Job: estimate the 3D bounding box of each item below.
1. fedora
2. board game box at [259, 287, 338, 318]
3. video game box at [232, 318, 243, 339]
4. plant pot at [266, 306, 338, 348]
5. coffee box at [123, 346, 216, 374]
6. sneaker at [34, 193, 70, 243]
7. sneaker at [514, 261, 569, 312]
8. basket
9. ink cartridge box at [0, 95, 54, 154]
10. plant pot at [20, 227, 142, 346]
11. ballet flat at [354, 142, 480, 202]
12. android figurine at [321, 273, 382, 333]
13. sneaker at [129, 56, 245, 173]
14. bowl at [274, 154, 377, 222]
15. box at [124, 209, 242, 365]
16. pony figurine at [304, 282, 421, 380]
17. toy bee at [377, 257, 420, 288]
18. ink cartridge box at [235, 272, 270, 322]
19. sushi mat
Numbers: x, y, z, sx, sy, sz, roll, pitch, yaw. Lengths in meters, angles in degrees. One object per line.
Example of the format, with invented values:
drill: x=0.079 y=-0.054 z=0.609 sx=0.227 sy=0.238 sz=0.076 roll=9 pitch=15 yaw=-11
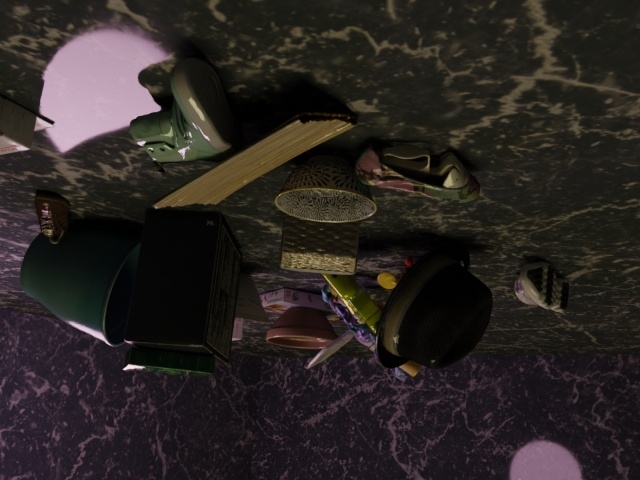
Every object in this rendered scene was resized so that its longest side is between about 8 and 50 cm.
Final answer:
fedora: x=0.276 y=0.172 z=1.504 sx=0.152 sy=0.334 sz=0.334 roll=30 pitch=-179 yaw=35
board game box: x=-0.044 y=0.224 z=2.283 sx=0.305 sy=0.053 sz=0.193 roll=15 pitch=160 yaw=-31
video game box: x=-0.305 y=0.228 z=2.127 sx=0.048 sy=0.187 sz=0.205 roll=14 pitch=162 yaw=-30
plant pot: x=-0.058 y=0.284 z=2.203 sx=0.237 sy=0.109 sz=0.237 roll=2 pitch=162 yaw=1
coffee box: x=-0.333 y=0.270 z=1.468 sx=0.184 sy=0.040 sz=0.113 roll=11 pitch=161 yaw=-21
sneaker: x=-0.583 y=-0.045 z=1.464 sx=0.066 sy=0.071 sz=0.188 roll=7 pitch=164 yaw=-7
sneaker: x=0.543 y=0.121 z=1.696 sx=0.118 sy=0.110 sz=0.292 roll=5 pitch=166 yaw=33
basket: x=0.000 y=0.000 z=1.397 sx=0.167 sy=0.113 sz=0.103 roll=5 pitch=160 yaw=-1
ink cartridge box: x=-0.507 y=-0.177 z=1.005 sx=0.104 sy=0.060 sz=0.180 roll=-4 pitch=162 yaw=27
plant pot: x=-0.563 y=0.089 z=1.622 sx=0.255 sy=0.271 sz=0.271 roll=17 pitch=166 yaw=9
ballet flat: x=0.166 y=-0.111 z=1.056 sx=0.221 sy=0.077 sz=0.079 roll=9 pitch=144 yaw=-15
android figurine: x=0.069 y=0.122 z=1.580 sx=0.056 sy=0.273 sz=0.248 roll=-38 pitch=162 yaw=-2
sneaker: x=-0.199 y=-0.159 z=0.910 sx=0.151 sy=0.094 sz=0.256 roll=-4 pitch=166 yaw=4
bowl: x=0.012 y=-0.093 z=1.122 sx=0.170 sy=0.080 sz=0.170 roll=5 pitch=164 yaw=1
box: x=-0.303 y=0.116 z=1.538 sx=0.183 sy=0.296 sz=0.294 roll=4 pitch=161 yaw=3
pony figurine: x=0.139 y=0.257 z=1.955 sx=0.363 sy=0.303 sz=0.351 roll=31 pitch=142 yaw=6
toy bee: x=0.251 y=0.120 z=1.717 sx=0.195 sy=0.162 sz=0.298 roll=7 pitch=-168 yaw=-2
ink cartridge box: x=-0.294 y=0.155 z=1.846 sx=0.275 sy=0.239 sz=0.060 roll=14 pitch=117 yaw=-29
sushi mat: x=-0.099 y=-0.113 z=0.986 sx=0.316 sy=0.019 sz=0.151 roll=-24 pitch=172 yaw=36
